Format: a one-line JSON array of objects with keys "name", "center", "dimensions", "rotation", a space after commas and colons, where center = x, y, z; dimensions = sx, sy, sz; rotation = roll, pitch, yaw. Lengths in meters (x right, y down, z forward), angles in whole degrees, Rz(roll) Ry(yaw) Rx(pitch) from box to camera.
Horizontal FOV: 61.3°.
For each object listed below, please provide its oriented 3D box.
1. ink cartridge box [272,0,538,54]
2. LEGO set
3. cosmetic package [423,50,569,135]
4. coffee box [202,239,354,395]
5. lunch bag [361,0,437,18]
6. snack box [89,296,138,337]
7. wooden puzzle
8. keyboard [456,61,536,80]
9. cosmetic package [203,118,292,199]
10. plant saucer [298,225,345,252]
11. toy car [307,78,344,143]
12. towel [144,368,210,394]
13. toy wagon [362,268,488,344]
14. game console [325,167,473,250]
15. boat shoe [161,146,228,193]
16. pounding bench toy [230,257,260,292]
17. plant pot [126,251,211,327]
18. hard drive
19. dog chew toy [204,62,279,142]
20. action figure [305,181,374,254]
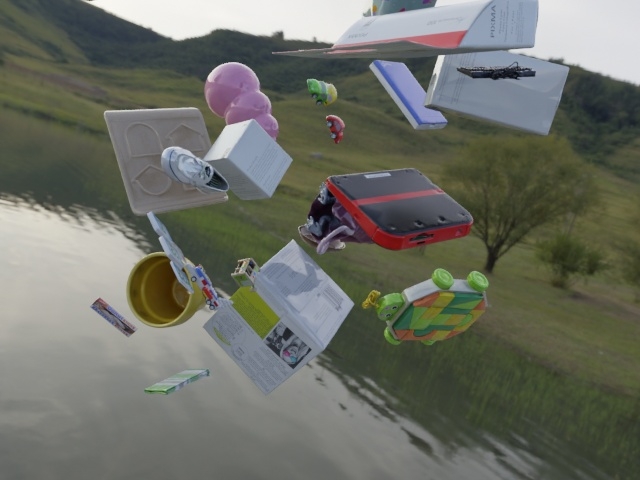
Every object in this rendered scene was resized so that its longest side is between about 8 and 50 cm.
[{"name": "ink cartridge box", "center": [0.152, -0.376, 0.960], "dimensions": [0.384, 0.091, 0.308], "rotation": [-15, 21, -41]}, {"name": "LEGO set", "center": [-0.278, 0.053, 1.180], "dimensions": [0.183, 0.060, 0.244], "rotation": [57, -6, 26]}, {"name": "cosmetic package", "center": [0.547, -0.480, 1.707], "dimensions": [0.384, 0.217, 0.156], "rotation": [16, 11, -1]}, {"name": "coffee box", "center": [-0.144, 0.270, 1.938], "dimensions": [0.338, 0.334, 0.337], "rotation": [46, 29, 1]}, {"name": "lunch bag", "center": [0.207, -0.653, 1.403], "dimensions": [0.160, 0.223, 0.262], "rotation": [8, 42, -14]}, {"name": "snack box", "center": [-0.745, 0.278, 1.947], "dimensions": [0.178, 0.064, 0.022], "rotation": [44, 41, -14]}, {"name": "wooden puzzle", "center": [-0.486, -0.251, 1.704], "dimensions": [0.322, 0.348, 0.080], "rotation": [-14, -9, -40]}, {"name": "keyboard", "center": [0.422, -0.403, 1.256], "dimensions": [0.191, 0.038, 0.100], "rotation": [-9, 34, -22]}, {"name": "cosmetic package", "center": [-0.216, -0.234, 1.596], "dimensions": [0.151, 0.151, 0.183], "rotation": [1, -35, 48]}, {"name": "plant saucer", "center": [0.000, 0.000, 2.121], "dimensions": [0.198, 0.036, 0.199], "rotation": [20, 16, -6]}, {"name": "toy car", "center": [0.020, -0.464, 1.788], "dimensions": [0.053, 0.239, 0.225], "rotation": [-18, -20, 16]}, {"name": "towel", "center": [-0.396, 0.394, 1.501], "dimensions": [0.113, 0.023, 0.152], "rotation": [-13, 3, 41]}, {"name": "toy wagon", "center": [0.269, 0.183, 1.406], "dimensions": [0.344, 0.267, 0.068], "rotation": [6, 45, -29]}, {"name": "game console", "center": [0.251, -0.109, 1.675], "dimensions": [0.386, 0.060, 0.342], "rotation": [-10, 41, -33]}, {"name": "boat shoe", "center": [-0.298, -0.172, 1.325], "dimensions": [0.075, 0.083, 0.226], "rotation": [5, -7, 19]}, {"name": "pounding bench toy", "center": [-0.203, 0.100, 1.540], "dimensions": [0.052, 0.065, 0.083], "rotation": [-11, -51, 29]}, {"name": "plant pot", "center": [-0.507, 0.174, 1.903], "dimensions": [0.253, 0.254, 0.239], "rotation": [19, 1, 16]}, {"name": "hard drive", "center": [0.346, -0.567, 2.103], "dimensions": [0.210, 0.040, 0.319], "rotation": [-15, 67, -46]}, {"name": "dog chew toy", "center": [-0.270, -0.474, 1.943], "dimensions": [0.332, 0.206, 0.206], "rotation": [53, 13, 9]}, {"name": "action figure", "center": [0.137, -0.068, 1.952], "dimensions": [0.370, 0.248, 0.276], "rotation": [23, 32, -38]}]
